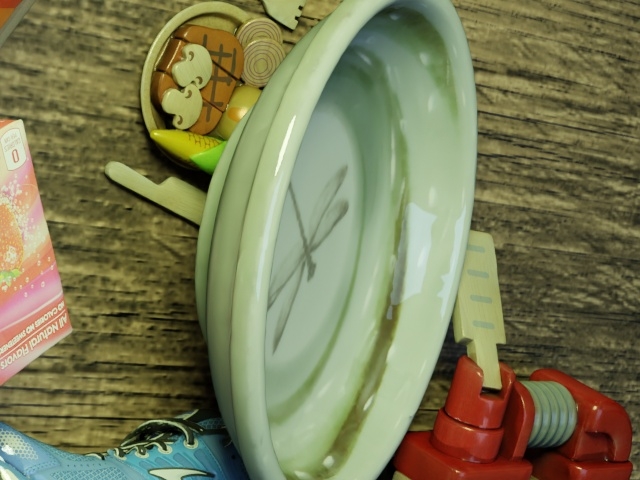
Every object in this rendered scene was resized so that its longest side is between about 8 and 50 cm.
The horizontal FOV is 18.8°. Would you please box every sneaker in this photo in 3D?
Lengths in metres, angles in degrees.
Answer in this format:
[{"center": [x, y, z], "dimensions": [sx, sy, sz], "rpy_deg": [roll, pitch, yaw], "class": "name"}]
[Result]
[{"center": [-0.136, 0.181, 1.380], "dimensions": [0.330, 0.129, 0.147], "rpy_deg": [31, 64, -45], "class": "sneaker"}]

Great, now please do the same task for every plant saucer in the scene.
[{"center": [0.000, 0.000, 1.404], "dimensions": [0.400, 0.100, 0.400], "rpy_deg": [12, 90, -68], "class": "plant saucer"}]

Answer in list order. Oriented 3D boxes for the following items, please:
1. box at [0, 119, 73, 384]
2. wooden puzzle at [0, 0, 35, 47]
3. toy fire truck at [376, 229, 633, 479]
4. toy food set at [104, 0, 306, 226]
[{"center": [-0.298, 0.050, 1.119], "dimensions": [0.300, 0.142, 0.154], "rpy_deg": [-39, 125, -49], "class": "box"}, {"center": [-0.249, -0.152, 1.141], "dimensions": [0.221, 0.044, 0.239], "rpy_deg": [-5, 148, -41], "class": "wooden puzzle"}, {"center": [0.160, 0.131, 1.619], "dimensions": [0.217, 0.158, 0.246], "rpy_deg": [3, 108, -42], "class": "toy fire truck"}, {"center": [-0.072, -0.110, 1.405], "dimensions": [0.132, 0.038, 0.192], "rpy_deg": [25, 83, -42], "class": "toy food set"}]
